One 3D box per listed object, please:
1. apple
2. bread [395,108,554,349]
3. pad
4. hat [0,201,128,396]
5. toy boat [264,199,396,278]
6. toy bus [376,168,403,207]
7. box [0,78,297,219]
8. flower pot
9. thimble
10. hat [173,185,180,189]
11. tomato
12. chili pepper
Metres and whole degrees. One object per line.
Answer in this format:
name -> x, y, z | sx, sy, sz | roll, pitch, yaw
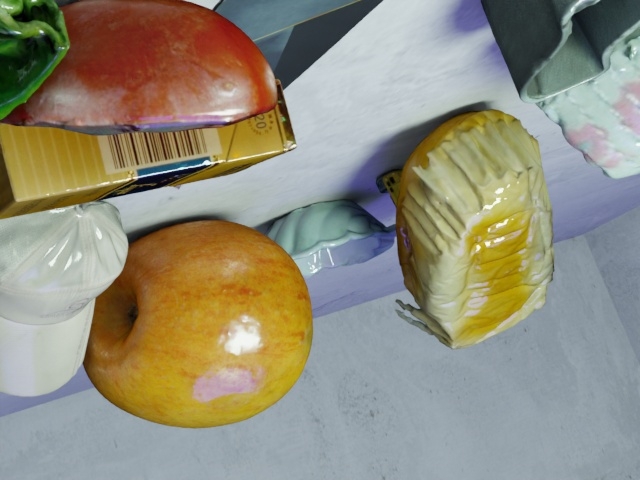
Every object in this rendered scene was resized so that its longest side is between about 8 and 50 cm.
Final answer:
apple -> -0.174, 0.113, 1.148 | 0.275, 0.298, 0.299 | 7, 154, -37
bread -> 0.225, -0.012, 1.207 | 0.236, 0.183, 0.388 | -20, 142, -13
pad -> -0.035, -0.176, 0.702 | 0.164, 0.004, 0.243 | -10, 166, -41
hat -> -0.306, 0.071, 0.954 | 0.164, 0.225, 0.220 | -2, -174, 40
toy boat -> 0.000, 0.000, 1.377 | 0.290, 0.100, 0.199 | -10, 166, -37
toy bus -> 0.208, -0.058, 1.415 | 0.123, 0.121, 0.335 | -29, 166, 18
box -> -0.160, -0.077, 0.719 | 0.237, 0.070, 0.152 | -12, -179, -29
flower pot -> 0.207, -0.207, 0.707 | 0.103, 0.108, 0.229 | -20, 170, -2
thimble -> 0.325, -0.173, 0.881 | 0.149, 0.185, 0.211 | -30, 158, 37
hat -> -0.139, -0.091, 0.863 | 0.058, 0.042, 0.087 | -29, -160, 52
tomato -> -0.128, -0.119, 0.556 | 0.174, 0.082, 0.166 | -14, -158, -34
chili pepper -> -0.259, -0.084, 0.502 | 0.254, 0.083, 0.099 | -23, 127, 21
